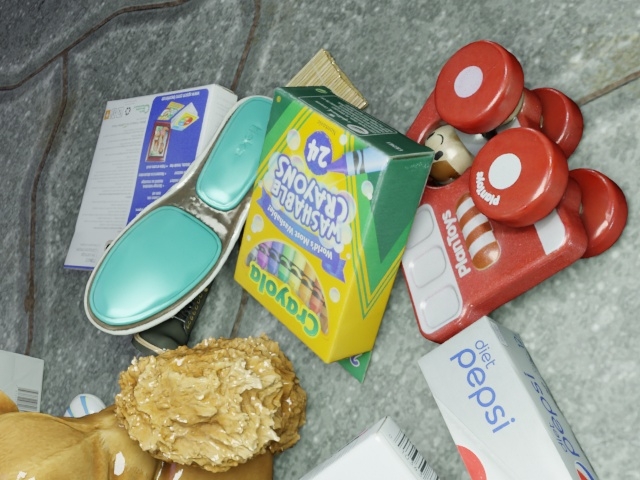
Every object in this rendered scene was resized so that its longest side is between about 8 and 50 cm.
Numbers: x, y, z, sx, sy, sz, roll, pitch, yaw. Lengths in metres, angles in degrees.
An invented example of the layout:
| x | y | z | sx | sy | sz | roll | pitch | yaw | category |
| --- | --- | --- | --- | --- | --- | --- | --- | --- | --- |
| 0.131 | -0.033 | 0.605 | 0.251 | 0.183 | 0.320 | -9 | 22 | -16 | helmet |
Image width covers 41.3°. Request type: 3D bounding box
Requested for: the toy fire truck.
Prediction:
| x | y | z | sx | sy | sz | roll | pitch | yaw | category |
| --- | --- | --- | --- | --- | --- | --- | --- | --- | --- |
| 0.175 | -0.061 | 0.972 | 0.254 | 0.169 | 0.302 | -37 | 52 | 30 | toy fire truck |

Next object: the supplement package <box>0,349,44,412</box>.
| x | y | z | sx | sy | sz | roll | pitch | yaw | category |
| --- | --- | --- | --- | --- | --- | --- | --- | --- | --- |
| -0.635 | 0.295 | 1.434 | 0.293 | 0.175 | 0.177 | -17 | 63 | 31 | supplement package |

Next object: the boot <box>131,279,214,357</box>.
| x | y | z | sx | sy | sz | roll | pitch | yaw | category |
| --- | --- | --- | --- | --- | --- | --- | --- | --- | --- |
| -0.198 | 0.099 | 1.198 | 0.137 | 0.077 | 0.198 | -57 | 14 | -2 | boot |

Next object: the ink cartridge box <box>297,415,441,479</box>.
| x | y | z | sx | sy | sz | roll | pitch | yaw | category |
| --- | --- | --- | --- | --- | --- | --- | --- | --- | --- |
| 0.041 | 0.396 | 0.840 | 0.330 | 0.071 | 0.324 | -40 | 85 | 18 | ink cartridge box |

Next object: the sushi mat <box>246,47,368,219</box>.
| x | y | z | sx | sy | sz | roll | pitch | yaw | category |
| --- | --- | --- | --- | --- | --- | --- | --- | --- | --- |
| -0.074 | -0.142 | 1.289 | 0.316 | 0.019 | 0.151 | -43 | 52 | 16 | sushi mat |

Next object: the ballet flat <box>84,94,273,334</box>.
| x | y | z | sx | sy | sz | roll | pitch | yaw | category |
| --- | --- | --- | --- | --- | --- | --- | --- | --- | --- |
| -0.171 | -0.027 | 1.190 | 0.139 | 0.139 | 0.400 | 22 | 70 | 41 | ballet flat |

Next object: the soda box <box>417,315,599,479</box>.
| x | y | z | sx | sy | sz | roll | pitch | yaw | category |
| --- | --- | --- | --- | --- | --- | --- | --- | --- | --- |
| 0.209 | 0.225 | 0.867 | 0.098 | 0.091 | 0.286 | -37 | 53 | 20 | soda box |

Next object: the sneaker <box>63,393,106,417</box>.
| x | y | z | sx | sy | sz | roll | pitch | yaw | category |
| --- | --- | --- | --- | --- | --- | --- | --- | --- | --- |
| -0.369 | 0.342 | 1.233 | 0.091 | 0.126 | 0.240 | 1 | 77 | 12 | sneaker |

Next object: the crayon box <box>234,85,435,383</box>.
| x | y | z | sx | sy | sz | roll | pitch | yaw | category |
| --- | --- | --- | --- | --- | --- | --- | --- | --- | --- |
| 0.000 | 0.000 | 1.032 | 0.203 | 0.083 | 0.322 | 37 | 125 | 38 | crayon box |

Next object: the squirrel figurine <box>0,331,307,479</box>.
| x | y | z | sx | sy | sz | roll | pitch | yaw | category |
| --- | --- | --- | --- | --- | --- | --- | --- | --- | --- |
| -0.214 | 0.242 | 1.001 | 0.397 | 0.370 | 0.281 | -48 | 50 | 11 | squirrel figurine |

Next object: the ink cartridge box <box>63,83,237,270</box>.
| x | y | z | sx | sy | sz | roll | pitch | yaw | category |
| --- | --- | --- | --- | --- | --- | --- | --- | --- | --- |
| -0.279 | -0.090 | 1.382 | 0.304 | 0.072 | 0.307 | 2 | 79 | 42 | ink cartridge box |
